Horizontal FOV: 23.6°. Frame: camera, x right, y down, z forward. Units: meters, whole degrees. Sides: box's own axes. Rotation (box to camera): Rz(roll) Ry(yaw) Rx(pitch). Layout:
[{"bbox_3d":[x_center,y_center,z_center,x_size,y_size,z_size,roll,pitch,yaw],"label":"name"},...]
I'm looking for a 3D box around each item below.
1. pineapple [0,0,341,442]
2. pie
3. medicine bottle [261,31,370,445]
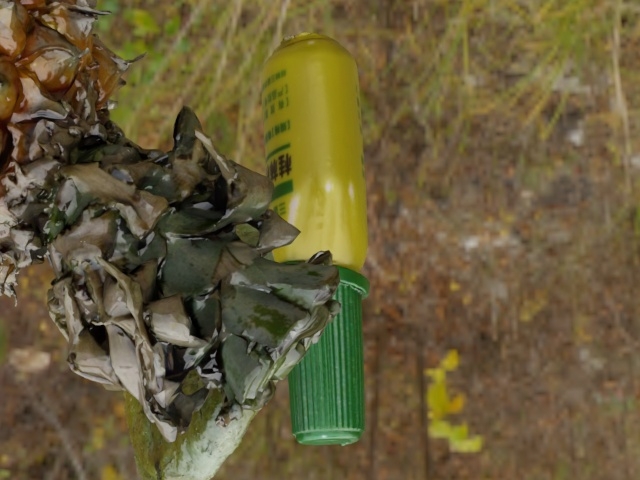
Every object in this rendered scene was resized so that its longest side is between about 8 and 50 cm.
[{"bbox_3d":[-0.122,-0.003,0.827,0.271,0.262,0.262,33,149,16],"label":"pineapple"},{"bbox_3d":[-0.110,0.107,1.425,0.078,0.277,0.277,29,138,-24],"label":"pie"},{"bbox_3d":[0.000,0.000,1.159,0.076,0.309,0.111,-2,167,-9],"label":"medicine bottle"}]
